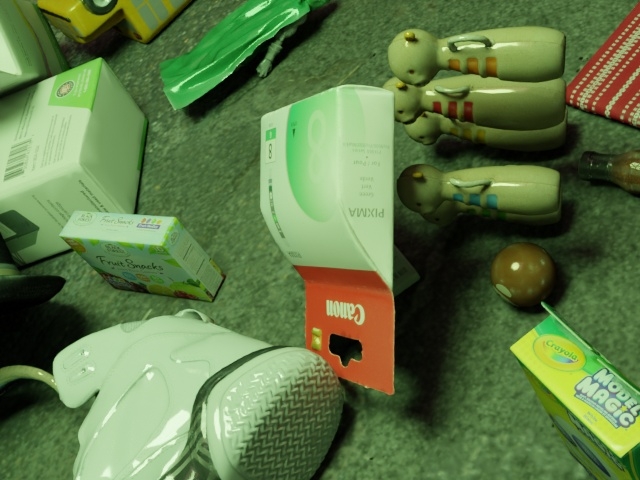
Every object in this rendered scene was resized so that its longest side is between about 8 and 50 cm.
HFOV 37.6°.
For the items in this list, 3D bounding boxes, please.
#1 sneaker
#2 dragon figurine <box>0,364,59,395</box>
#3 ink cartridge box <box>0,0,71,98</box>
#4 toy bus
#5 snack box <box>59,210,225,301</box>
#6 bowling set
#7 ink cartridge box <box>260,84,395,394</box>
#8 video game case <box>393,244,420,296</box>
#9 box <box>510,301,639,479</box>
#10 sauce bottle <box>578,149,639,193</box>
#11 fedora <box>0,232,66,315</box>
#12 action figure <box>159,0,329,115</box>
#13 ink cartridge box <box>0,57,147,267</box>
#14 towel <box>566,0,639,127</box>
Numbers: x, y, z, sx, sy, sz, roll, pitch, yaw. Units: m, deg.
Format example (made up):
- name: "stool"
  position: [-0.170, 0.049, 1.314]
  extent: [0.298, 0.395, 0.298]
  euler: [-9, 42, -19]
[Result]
- name: "sneaker"
  position: [-0.164, 0.205, 0.756]
  extent: [0.210, 0.137, 0.366]
  euler: [24, 63, 43]
- name: "dragon figurine"
  position: [-0.372, 0.168, 0.940]
  extent: [0.289, 0.144, 0.085]
  euler: [-4, 46, 2]
- name: "ink cartridge box"
  position: [-0.457, -0.219, 1.161]
  extent: [0.207, 0.119, 0.353]
  euler: [-21, 9, 0]
- name: "toy bus"
  position: [-0.231, -0.394, 1.319]
  extent: [0.108, 0.130, 0.332]
  euler: [28, 70, 42]
- name: "snack box"
  position: [-0.180, 0.015, 0.951]
  extent: [0.141, 0.100, 0.037]
  euler: [4, 55, 33]
- name: "bowling set"
  position: [0.119, -0.051, 0.770]
  extent: [0.154, 0.287, 0.199]
  euler: [3, 81, 16]
- name: "ink cartridge box"
  position: [0.000, 0.000, 0.753]
  extent: [0.181, 0.056, 0.224]
  euler: [180, 92, -68]
- name: "video game case"
  position: [0.029, 0.023, 0.886]
  extent: [0.087, 0.011, 0.122]
  euler: [-35, 44, -1]
- name: "box"
  position: [0.182, 0.118, 0.589]
  extent: [0.043, 0.179, 0.105]
  euler: [-37, 43, -4]
- name: "sauce bottle"
  position: [0.281, -0.057, 0.785]
  extent: [0.128, 0.042, 0.042]
  euler: [13, 60, 36]
- name: "fedora"
  position: [-0.417, 0.012, 0.927]
  extent: [0.334, 0.334, 0.152]
  euler: [-13, 86, 21]
- name: "action figure"
  position: [-0.088, -0.245, 1.152]
  extent: [0.232, 0.063, 0.137]
  euler: [-33, 41, 6]
- name: "ink cartridge box"
  position: [-0.360, -0.077, 1.127]
  extent: [0.273, 0.114, 0.198]
  euler: [-18, 44, 16]
- name: "towel"
  position: [0.377, -0.155, 0.824]
  extent: [0.199, 0.031, 0.275]
  euler: [-48, 43, -12]
